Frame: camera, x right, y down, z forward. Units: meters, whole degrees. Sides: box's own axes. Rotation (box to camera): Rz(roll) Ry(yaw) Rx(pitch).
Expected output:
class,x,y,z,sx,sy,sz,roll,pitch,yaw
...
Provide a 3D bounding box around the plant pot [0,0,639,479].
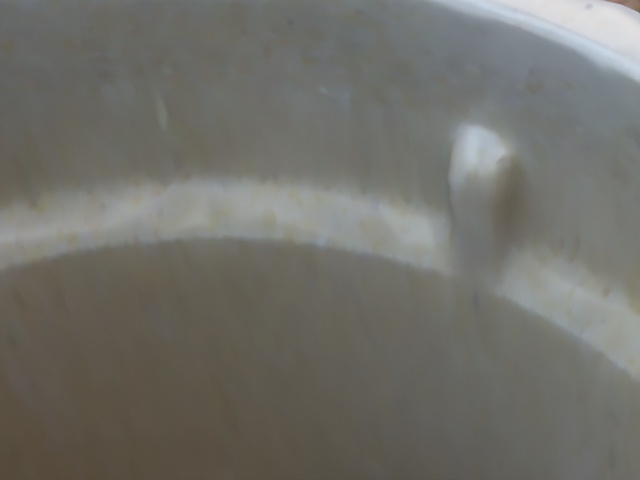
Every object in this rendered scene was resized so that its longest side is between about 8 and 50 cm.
class,x,y,z,sx,sy,sz,roll,pitch,yaw
plant pot,-0.026,0.157,0.362,0.334,0.305,0.333,-6,54,8
